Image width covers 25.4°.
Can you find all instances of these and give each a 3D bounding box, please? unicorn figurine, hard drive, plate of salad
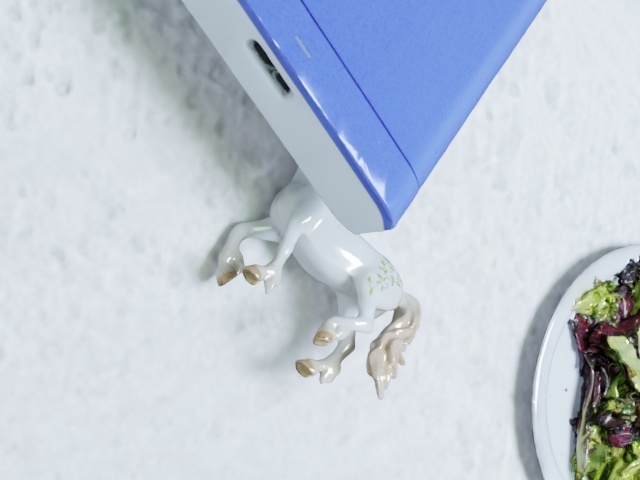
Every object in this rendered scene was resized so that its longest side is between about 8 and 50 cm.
[{"bbox_3d":[0.000,0.000,0.771,0.111,0.060,0.162,-47,116,-35],"label":"unicorn figurine"},{"bbox_3d":[0.048,-0.187,0.770,0.210,0.040,0.318,54,51,-25],"label":"hard drive"},{"bbox_3d":[0.217,0.103,0.944,0.200,0.048,0.200,-2,93,-36],"label":"plate of salad"}]
